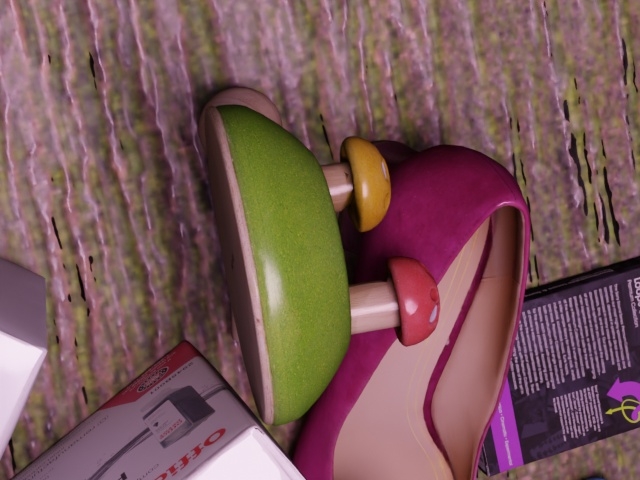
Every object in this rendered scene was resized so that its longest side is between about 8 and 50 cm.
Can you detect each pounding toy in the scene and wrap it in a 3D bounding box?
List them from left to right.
[{"bbox_3d":[0.000,0.000,0.968,0.110,0.237,0.183,-10,104,-6],"label":"pounding toy"}]

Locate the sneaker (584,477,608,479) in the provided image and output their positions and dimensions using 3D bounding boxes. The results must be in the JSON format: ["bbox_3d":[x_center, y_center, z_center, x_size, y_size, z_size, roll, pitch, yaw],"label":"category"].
[{"bbox_3d":[0.226,0.255,1.173,0.067,0.078,0.188,-31,108,-8],"label":"sneaker"}]

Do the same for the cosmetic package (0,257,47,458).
[{"bbox_3d":[-0.255,0.110,0.920,0.138,0.224,0.224,24,94,-12],"label":"cosmetic package"}]

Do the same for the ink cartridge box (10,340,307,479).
[{"bbox_3d":[-0.094,0.160,0.986,0.158,0.218,0.092,-39,108,-6],"label":"ink cartridge box"}]

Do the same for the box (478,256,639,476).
[{"bbox_3d":[0.175,0.084,1.150,0.162,0.029,0.116,-15,106,-12],"label":"box"}]

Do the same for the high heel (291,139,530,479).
[{"bbox_3d":[0.062,0.127,1.042,0.127,0.181,0.377,-7,103,-19],"label":"high heel"}]
